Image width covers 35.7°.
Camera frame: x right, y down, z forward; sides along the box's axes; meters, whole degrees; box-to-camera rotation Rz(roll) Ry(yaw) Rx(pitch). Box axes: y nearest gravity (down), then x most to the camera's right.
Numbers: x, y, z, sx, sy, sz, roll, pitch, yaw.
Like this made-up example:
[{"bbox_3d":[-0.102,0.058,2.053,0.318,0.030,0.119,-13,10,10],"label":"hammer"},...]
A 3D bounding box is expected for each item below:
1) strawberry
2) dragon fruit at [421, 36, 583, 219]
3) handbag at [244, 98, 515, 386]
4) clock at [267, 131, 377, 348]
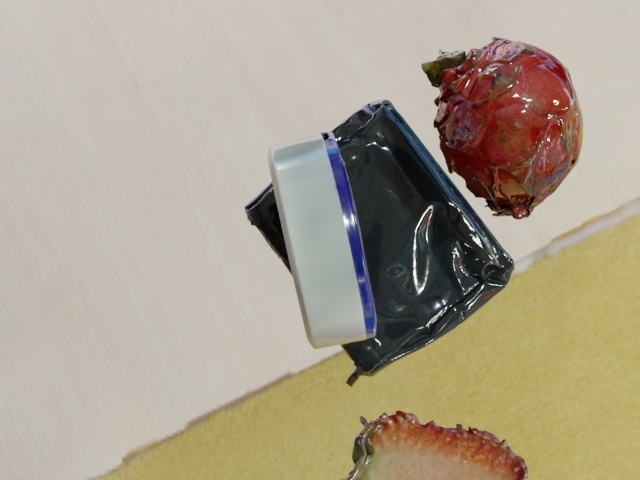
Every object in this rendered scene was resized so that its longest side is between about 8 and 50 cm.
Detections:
[{"bbox_3d":[0.122,0.288,1.127,0.208,0.087,0.167,13,59,19],"label":"strawberry"},{"bbox_3d":[0.213,-0.135,1.130,0.172,0.172,0.210,-32,103,-22],"label":"dragon fruit"},{"bbox_3d":[0.065,0.006,1.325,0.275,0.178,0.302,-37,92,-6],"label":"handbag"},{"bbox_3d":[0.000,0.000,1.083,0.083,0.230,0.231,-10,67,-2],"label":"clock"}]
